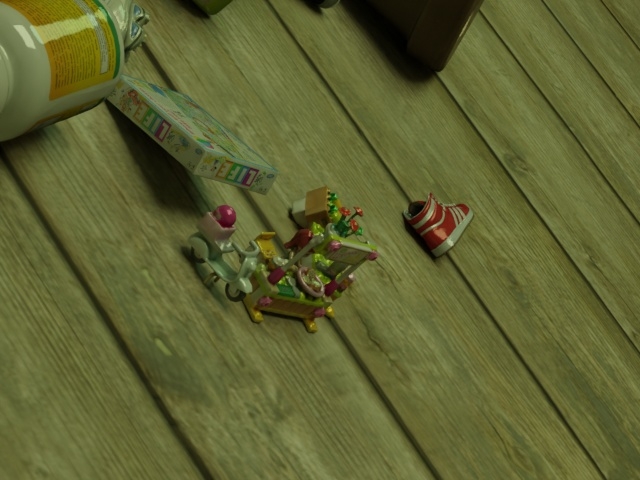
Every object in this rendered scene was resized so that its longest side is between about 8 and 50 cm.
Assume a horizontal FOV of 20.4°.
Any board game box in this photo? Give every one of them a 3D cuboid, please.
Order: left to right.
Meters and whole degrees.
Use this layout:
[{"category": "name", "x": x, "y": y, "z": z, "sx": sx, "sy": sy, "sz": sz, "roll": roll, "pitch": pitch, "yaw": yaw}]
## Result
[{"category": "board game box", "x": -0.122, "y": -0.101, "z": 1.663, "sx": 0.103, "sy": 0.026, "sz": 0.154, "roll": 15, "pitch": 20, "yaw": -50}]

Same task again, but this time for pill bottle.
[{"category": "pill bottle", "x": -0.256, "y": -0.145, "z": 1.463, "sx": 0.117, "sy": 0.117, "sz": 0.208, "roll": 49, "pitch": 25, "yaw": 3}]

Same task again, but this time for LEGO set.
[{"category": "LEGO set", "x": 0.000, "y": 0.000, "z": 1.679, "sx": 0.132, "sy": 0.107, "sz": 0.287, "roll": 52, "pitch": 25, "yaw": 8}]

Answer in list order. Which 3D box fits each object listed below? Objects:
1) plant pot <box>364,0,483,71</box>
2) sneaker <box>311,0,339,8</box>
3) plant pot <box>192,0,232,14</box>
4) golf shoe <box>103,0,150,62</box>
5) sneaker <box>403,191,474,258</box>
[{"category": "plant pot", "x": 0.124, "y": -0.389, "z": 2.322, "sx": 0.229, "sy": 0.263, "sz": 0.263, "roll": 31, "pitch": 25, "yaw": 2}, {"category": "sneaker", "x": -0.039, "y": -0.367, "z": 2.166, "sx": 0.084, "sy": 0.083, "sz": 0.215, "roll": 15, "pitch": -38, "yaw": 47}, {"category": "plant pot", "x": -0.113, "y": -0.397, "z": 1.950, "sx": 0.227, "sy": 0.228, "sz": 0.207, "roll": 41, "pitch": 31, "yaw": -18}, {"category": "golf shoe", "x": -0.216, "y": -0.249, "z": 1.746, "sx": 0.086, "sy": 0.069, "sz": 0.176, "roll": 27, "pitch": 30, "yaw": -27}, {"category": "sneaker", "x": 0.134, "y": -0.031, "z": 2.020, "sx": 0.067, "sy": 0.042, "sz": 0.118, "roll": 49, "pitch": 26, "yaw": -7}]
